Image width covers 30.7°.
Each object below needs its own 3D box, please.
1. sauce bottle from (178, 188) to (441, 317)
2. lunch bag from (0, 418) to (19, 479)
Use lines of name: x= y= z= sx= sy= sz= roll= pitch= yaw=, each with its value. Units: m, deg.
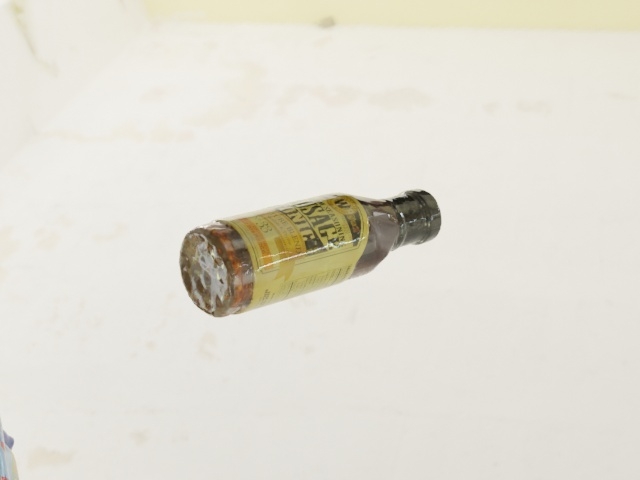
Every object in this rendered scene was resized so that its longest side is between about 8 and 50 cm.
sauce bottle: x=0.000 y=0.000 z=0.509 sx=0.128 sy=0.042 sz=0.042 roll=-17 pitch=-160 yaw=-40
lunch bag: x=-0.337 y=0.232 z=0.743 sx=0.293 sy=0.138 sz=0.221 roll=-11 pitch=-123 yaw=-13
